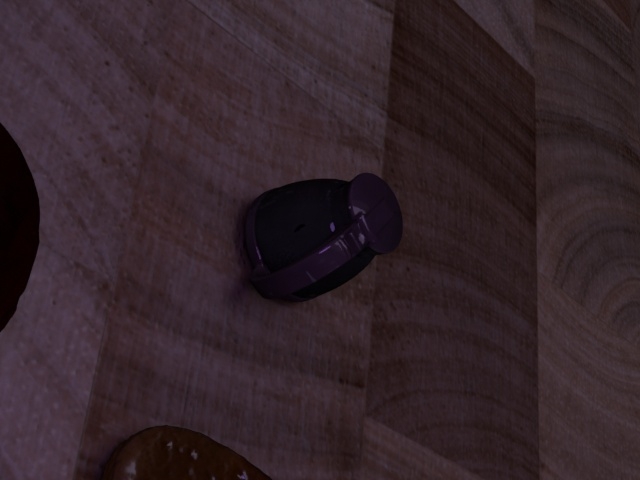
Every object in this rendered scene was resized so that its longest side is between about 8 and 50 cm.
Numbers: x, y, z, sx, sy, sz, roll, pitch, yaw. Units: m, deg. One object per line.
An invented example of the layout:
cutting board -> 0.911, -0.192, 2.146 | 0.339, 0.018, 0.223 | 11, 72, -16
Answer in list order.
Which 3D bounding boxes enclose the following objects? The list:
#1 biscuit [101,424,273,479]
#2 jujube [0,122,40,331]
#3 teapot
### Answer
biscuit -> -0.094, 0.305, 0.891 | 0.262, 0.052, 0.277 | 39, 47, -27
jujube -> -0.286, 0.014, 0.685 | 0.255, 0.190, 0.190 | -44, 108, -45
teapot -> -0.001, -0.010, 1.072 | 0.148, 0.146, 0.116 | -4, 77, -52
